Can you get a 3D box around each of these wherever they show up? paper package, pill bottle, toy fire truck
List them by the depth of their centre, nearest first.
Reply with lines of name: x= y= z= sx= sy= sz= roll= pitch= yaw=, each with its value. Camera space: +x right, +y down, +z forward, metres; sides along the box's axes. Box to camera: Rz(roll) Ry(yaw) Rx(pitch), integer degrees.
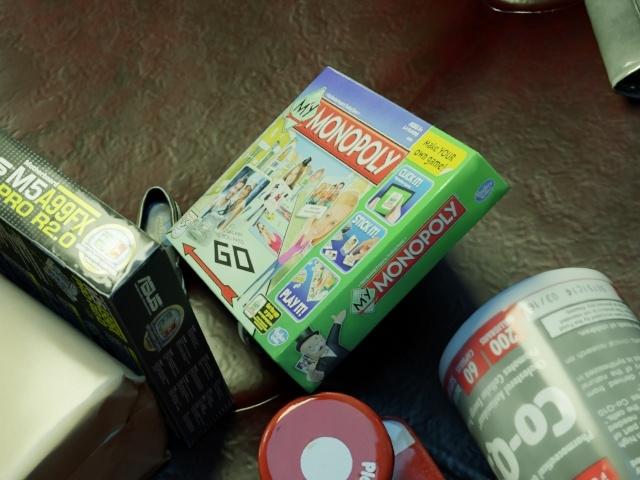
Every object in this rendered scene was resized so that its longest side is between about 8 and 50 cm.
toy fire truck: x=-0.008 y=0.275 z=1.262 sx=0.302 sy=0.169 sz=0.254 roll=-33 pitch=77 yaw=-10
pill bottle: x=0.221 y=0.173 z=1.271 sx=0.161 sy=0.161 sz=0.283 roll=-26 pitch=57 yaw=-7
paper package: x=-0.344 y=0.165 z=1.372 sx=0.325 sy=0.168 sz=0.309 roll=33 pitch=69 yaw=25

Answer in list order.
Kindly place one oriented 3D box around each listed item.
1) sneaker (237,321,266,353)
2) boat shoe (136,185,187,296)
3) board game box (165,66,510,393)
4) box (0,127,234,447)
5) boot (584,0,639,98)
sneaker: x=0.000 y=0.000 z=1.475 sx=0.086 sy=0.085 sz=0.237 roll=14 pitch=62 yaw=48
boat shoe: x=-0.147 y=0.016 z=1.505 sx=0.049 sy=0.040 sz=0.142 roll=-7 pitch=57 yaw=5
board game box: x=0.000 y=-0.021 z=1.359 sx=0.213 sy=0.046 sz=0.317 roll=-47 pitch=26 yaw=-2
box: x=-0.190 y=0.036 z=1.365 sx=0.216 sy=0.270 sz=0.060 roll=33 pitch=70 yaw=27
boot: x=0.257 y=-0.221 z=1.574 sx=0.189 sy=0.076 sz=0.208 roll=-11 pitch=64 yaw=5
